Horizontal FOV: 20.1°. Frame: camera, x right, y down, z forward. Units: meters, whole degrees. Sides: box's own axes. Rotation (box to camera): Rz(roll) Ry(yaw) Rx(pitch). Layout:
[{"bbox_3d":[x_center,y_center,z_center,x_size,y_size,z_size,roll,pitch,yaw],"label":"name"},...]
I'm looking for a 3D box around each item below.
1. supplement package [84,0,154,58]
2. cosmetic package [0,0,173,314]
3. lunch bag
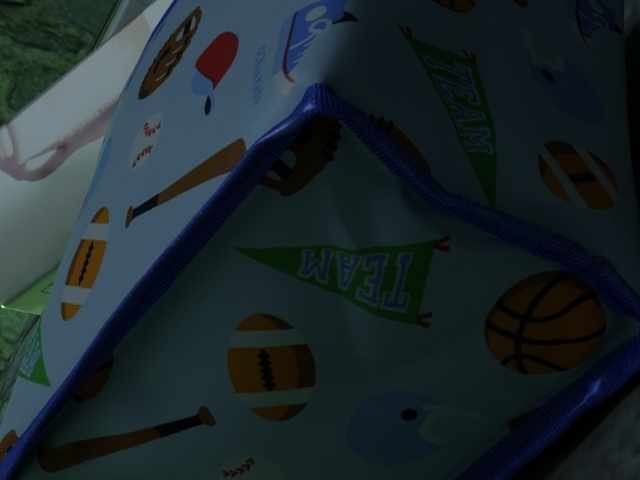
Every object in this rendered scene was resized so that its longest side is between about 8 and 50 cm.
[{"bbox_3d":[-0.143,-0.205,1.997,0.262,0.198,0.199,-66,14,-21],"label":"supplement package"},{"bbox_3d":[-0.102,-0.071,1.300,0.296,0.153,0.129,-35,67,22],"label":"cosmetic package"},{"bbox_3d":[-0.020,0.016,0.926,0.385,0.239,0.328,-45,21,31],"label":"lunch bag"}]
